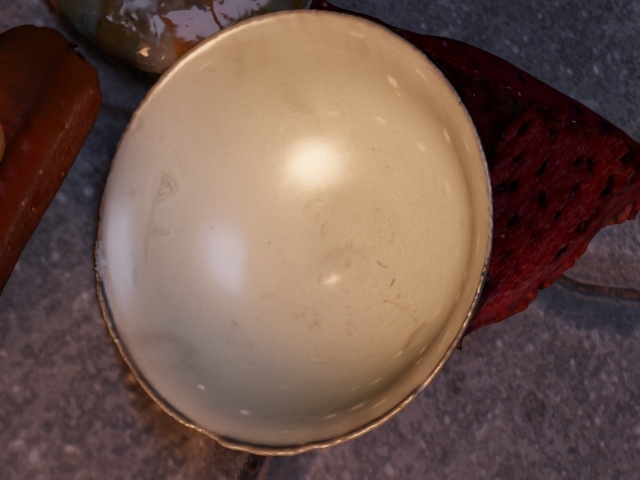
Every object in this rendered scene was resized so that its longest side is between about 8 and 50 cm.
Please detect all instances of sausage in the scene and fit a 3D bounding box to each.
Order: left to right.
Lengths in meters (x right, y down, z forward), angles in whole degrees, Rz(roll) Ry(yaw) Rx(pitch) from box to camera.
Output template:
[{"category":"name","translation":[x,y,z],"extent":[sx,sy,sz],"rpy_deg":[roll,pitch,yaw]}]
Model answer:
[{"category":"sausage","translation":[-0.242,-0.018,0.852],"extent":[0.102,0.102,0.330],"rpy_deg":[33,54,-20]}]

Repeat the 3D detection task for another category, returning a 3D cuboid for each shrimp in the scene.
[{"category":"shrimp","translation":[-0.129,-0.219,1.038],"extent":[0.287,0.068,0.185],"rpy_deg":[9,67,-12]}]

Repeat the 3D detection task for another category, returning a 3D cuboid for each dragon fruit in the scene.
[{"category":"dragon fruit","translation":[0.166,-0.057,1.077],"extent":[0.330,0.240,0.302],"rpy_deg":[2,85,-28]}]

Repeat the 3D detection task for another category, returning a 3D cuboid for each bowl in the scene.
[{"category":"bowl","translation":[0.000,0.000,0.942],"extent":[0.146,0.313,0.313],"rpy_deg":[17,57,-62]}]

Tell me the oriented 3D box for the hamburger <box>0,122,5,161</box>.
[{"category":"hamburger","translation":[-0.325,-0.121,0.745],"extent":[0.276,0.276,0.237],"rpy_deg":[-21,94,-40]}]
